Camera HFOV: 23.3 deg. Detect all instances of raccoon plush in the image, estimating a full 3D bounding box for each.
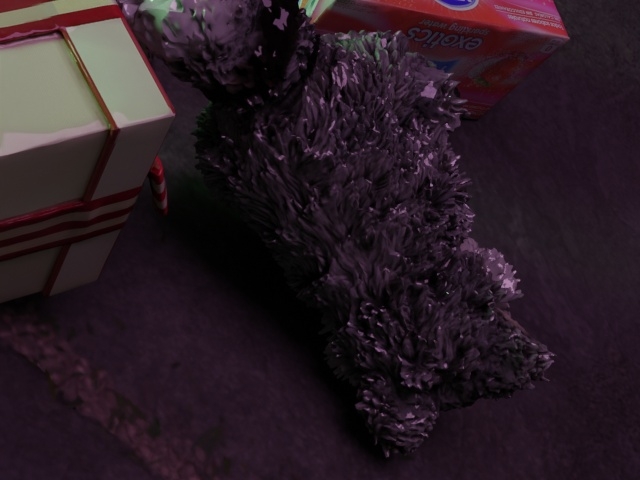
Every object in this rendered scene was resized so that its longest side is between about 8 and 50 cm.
[{"bbox_3d":[0.000,0.000,1.200,0.446,0.216,0.299,13,50,-55],"label":"raccoon plush"}]

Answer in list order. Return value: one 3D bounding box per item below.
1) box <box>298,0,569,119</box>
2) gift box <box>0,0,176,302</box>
[{"bbox_3d":[0.071,-0.226,1.513,0.300,0.154,0.142,4,57,-39],"label":"box"},{"bbox_3d":[-0.264,-0.090,1.070,0.258,0.276,0.255,-18,73,-30],"label":"gift box"}]
